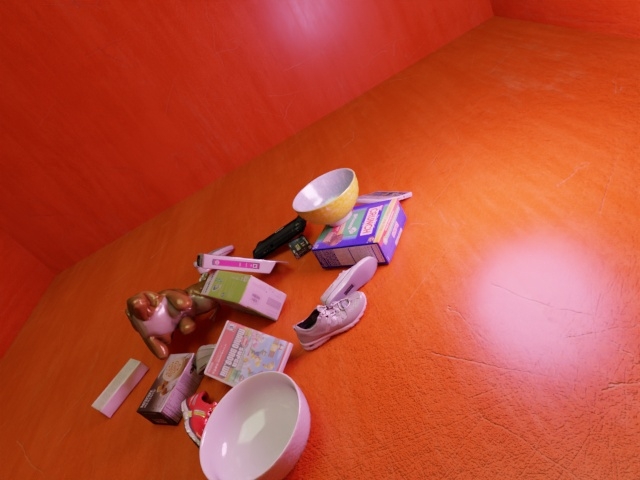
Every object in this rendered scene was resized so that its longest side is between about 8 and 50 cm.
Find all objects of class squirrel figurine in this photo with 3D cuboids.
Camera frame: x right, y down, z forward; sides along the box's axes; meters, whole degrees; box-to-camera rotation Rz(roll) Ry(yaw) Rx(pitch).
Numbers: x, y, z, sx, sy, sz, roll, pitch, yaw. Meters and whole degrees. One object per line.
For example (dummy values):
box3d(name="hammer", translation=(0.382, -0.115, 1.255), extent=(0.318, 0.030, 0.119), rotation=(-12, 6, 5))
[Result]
box3d(name="squirrel figurine", translation=(-0.631, 0.282, 1.916), extent=(0.371, 0.280, 0.397), rotation=(-30, 16, -33))

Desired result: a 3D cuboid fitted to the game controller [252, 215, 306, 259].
box3d(name="game controller", translation=(-0.199, -0.015, 2.141), extent=(0.319, 0.067, 0.166), rotation=(-32, 14, 18))

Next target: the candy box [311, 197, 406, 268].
box3d(name="candy box", translation=(0.160, -0.025, 1.781), extent=(0.317, 0.122, 0.268), rotation=(-7, 38, 35))

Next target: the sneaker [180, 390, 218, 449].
box3d(name="sneaker", translation=(-0.383, 0.593, 1.447), extent=(0.118, 0.107, 0.279), rotation=(-32, 32, -15))

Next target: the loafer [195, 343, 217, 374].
box3d(name="loafer", translation=(-0.323, 0.436, 1.616), extent=(0.320, 0.112, 0.111), rotation=(-16, 54, 24))

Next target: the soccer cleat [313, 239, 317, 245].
box3d(name="soccer cleat", translation=(0.000, 0.000, 1.987), extent=(0.036, 0.029, 0.083), rotation=(12, 58, 45))

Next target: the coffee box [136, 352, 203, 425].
box3d(name="coffee box", translation=(-0.556, 0.559, 1.653), extent=(0.141, 0.098, 0.246), rotation=(-12, 37, 32))

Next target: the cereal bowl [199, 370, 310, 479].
box3d(name="cereal bowl", translation=(-0.168, 0.557, 1.252), extent=(0.339, 0.141, 0.339), rotation=(-24, 33, 17))

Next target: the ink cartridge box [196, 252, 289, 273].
box3d(name="ink cartridge box", translation=(-0.341, 0.102, 1.913), extent=(0.176, 0.371, 0.069), rotation=(179, 95, -67))

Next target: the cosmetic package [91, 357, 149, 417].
box3d(name="cosmetic package", translation=(-0.855, 0.628, 1.873), extent=(0.099, 0.060, 0.239), rotation=(-3, 43, 44))

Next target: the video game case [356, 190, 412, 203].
box3d(name="video game case", translation=(0.267, -0.189, 1.928), extent=(0.184, 0.023, 0.201), rotation=(-19, 18, -37))

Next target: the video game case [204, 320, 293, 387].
box3d(name="video game case", translation=(-0.253, 0.412, 1.513), extent=(0.285, 0.025, 0.204), rotation=(12, 70, 29))

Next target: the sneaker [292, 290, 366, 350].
box3d(name="sneaker", translation=(0.035, 0.262, 1.501), extent=(0.281, 0.115, 0.105), rotation=(-37, 31, -5))

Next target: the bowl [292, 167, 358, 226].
box3d(name="bowl", translation=(0.045, -0.150, 1.795), extent=(0.290, 0.156, 0.289), rotation=(-25, 29, 15))

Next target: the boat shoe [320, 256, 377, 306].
box3d(name="boat shoe", translation=(0.100, 0.147, 1.622), extent=(0.258, 0.095, 0.084), rotation=(-41, 36, -15))

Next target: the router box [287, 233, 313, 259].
box3d(name="router box", translation=(-0.096, 0.026, 2.029), extent=(0.092, 0.038, 0.122), rotation=(-36, 31, -2))

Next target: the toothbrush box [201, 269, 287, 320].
box3d(name="toothbrush box", translation=(-0.313, 0.220, 1.776), extent=(0.283, 0.206, 0.122), rotation=(5, 67, 45))

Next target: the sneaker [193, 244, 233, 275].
box3d(name="sneaker", translation=(-0.555, 0.105, 2.308), extent=(0.094, 0.091, 0.258), rotation=(-9, 17, 43))
